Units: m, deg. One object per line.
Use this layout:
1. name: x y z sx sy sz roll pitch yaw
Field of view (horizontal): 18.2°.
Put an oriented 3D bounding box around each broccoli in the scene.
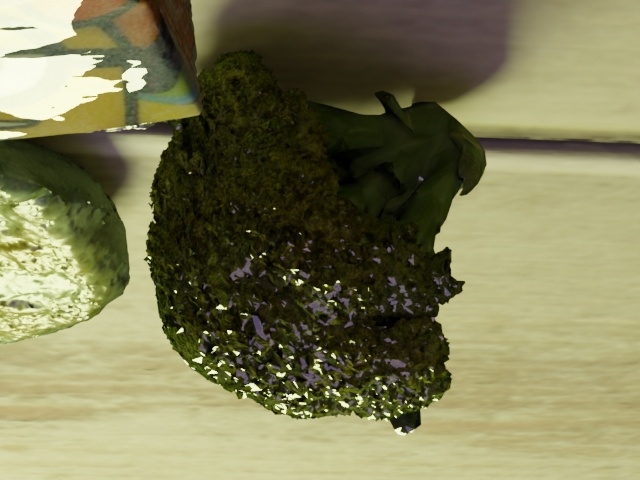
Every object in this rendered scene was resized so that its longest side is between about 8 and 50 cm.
1. broccoli: 0.000 0.000 0.667 0.120 0.131 0.130 -40 158 -16

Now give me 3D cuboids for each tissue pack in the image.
1. tissue pack: -0.100 -0.084 0.530 0.108 0.060 0.148 -6 154 8

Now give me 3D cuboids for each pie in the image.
1. pie: -0.162 0.001 0.732 0.186 0.041 0.187 -2 155 -1
